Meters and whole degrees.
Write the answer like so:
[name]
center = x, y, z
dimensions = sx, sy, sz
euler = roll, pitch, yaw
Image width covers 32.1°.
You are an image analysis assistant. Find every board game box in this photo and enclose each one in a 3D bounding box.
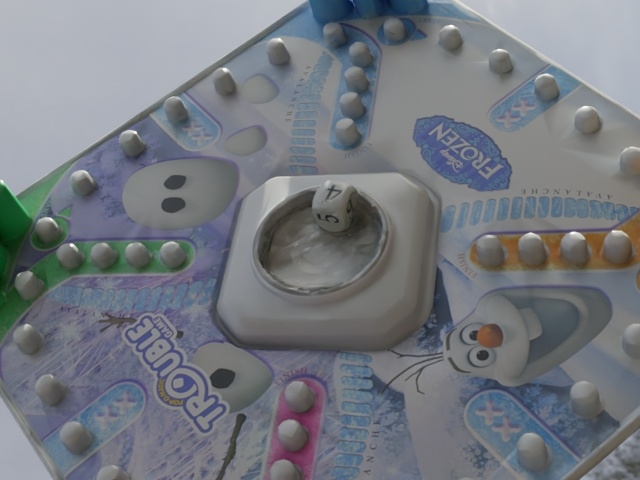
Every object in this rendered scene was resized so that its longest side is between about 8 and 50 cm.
[board game box]
center = 0.000, 0.000, 0.633
dimensions = 0.390, 0.390, 0.050
euler = -36, -38, -13
